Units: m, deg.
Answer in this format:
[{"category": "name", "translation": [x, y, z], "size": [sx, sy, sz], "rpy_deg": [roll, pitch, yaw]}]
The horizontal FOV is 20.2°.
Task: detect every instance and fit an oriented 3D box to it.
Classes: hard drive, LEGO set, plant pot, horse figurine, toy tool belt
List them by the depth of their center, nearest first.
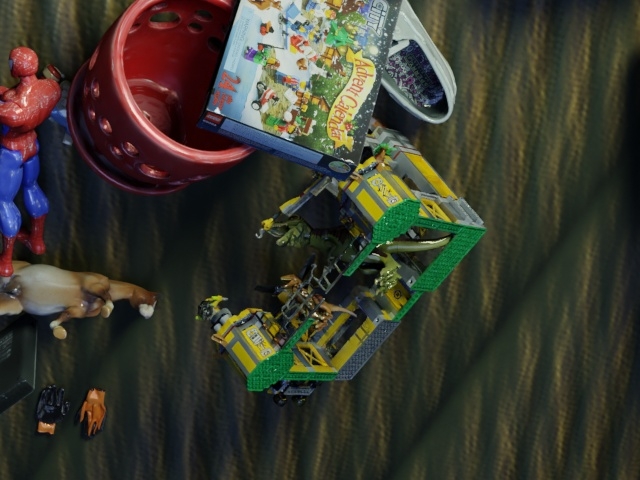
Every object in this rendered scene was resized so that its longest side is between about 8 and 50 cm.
[{"category": "plant pot", "translation": [-0.155, -0.141, 1.830], "size": [0.191, 0.191, 0.174], "rpy_deg": [24, 152, -19]}, {"category": "toy tool belt", "translation": [-0.279, -0.143, 1.914], "size": [0.051, 0.052, 0.083], "rpy_deg": [-40, 116, 6]}, {"category": "LEGO set", "translation": [0.000, 0.000, 1.931], "size": [0.255, 0.192, 0.331], "rpy_deg": [-2, 135, -49]}, {"category": "horse figurine", "translation": [-0.315, 0.065, 1.984], "size": [0.263, 0.174, 0.066], "rpy_deg": [1, 104, 3]}, {"category": "hard drive", "translation": [-0.362, 0.149, 2.023], "size": [0.094, 0.135, 0.022], "rpy_deg": [-35, 118, 13]}]

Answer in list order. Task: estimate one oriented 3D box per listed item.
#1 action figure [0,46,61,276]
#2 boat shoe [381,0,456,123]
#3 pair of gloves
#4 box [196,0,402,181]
[{"category": "action figure", "translation": [-0.348, -0.106, 1.898], "size": [0.139, 0.091, 0.280], "rpy_deg": [32, 134, 16]}, {"category": "boat shoe", "translation": [0.073, -0.215, 1.896], "size": [0.079, 0.081, 0.227], "rpy_deg": [-35, 116, 14]}, {"category": "pair of gloves", "translation": [-0.296, 0.202, 2.135], "size": [0.083, 0.010, 0.074], "rpy_deg": [7, 120, -8]}, {"category": "box", "translation": [-0.014, -0.192, 1.781], "size": [0.159, 0.233, 0.044], "rpy_deg": [20, 155, -10]}]
